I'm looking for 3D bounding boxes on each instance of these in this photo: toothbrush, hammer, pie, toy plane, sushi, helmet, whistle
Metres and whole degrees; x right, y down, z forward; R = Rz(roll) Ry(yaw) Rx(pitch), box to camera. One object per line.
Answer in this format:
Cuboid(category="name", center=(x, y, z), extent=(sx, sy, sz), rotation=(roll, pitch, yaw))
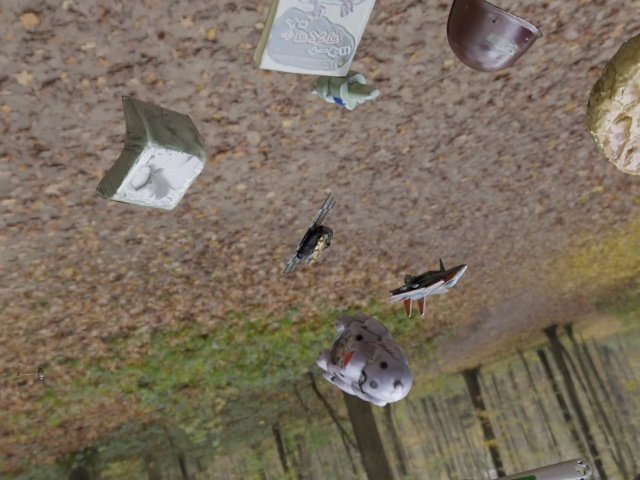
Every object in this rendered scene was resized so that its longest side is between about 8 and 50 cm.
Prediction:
Cuboid(category="toothbrush", center=(0.250, 0.418, 1.129), extent=(0.418, 0.042, 0.040), rotation=(-12, 153, 1))
Cuboid(category="hammer", center=(-0.614, 0.282, 1.436), extent=(0.014, 0.029, 0.123), rotation=(-9, 171, -3))
Cuboid(category="pie", center=(0.570, -0.230, 1.042), extent=(0.339, 0.083, 0.339), rotation=(-10, 138, -9))
Cuboid(category="toy plane", center=(0.334, 0.125, 2.023), extent=(0.223, 0.104, 0.326), rotation=(-2, 151, -29))
Cuboid(category="sushi", center=(0.000, 0.000, 1.452), extent=(0.192, 0.050, 0.215), rotation=(-59, 175, 2))
Cuboid(category="helmet", center=(0.265, -0.339, 1.117), extent=(0.175, 0.155, 0.106), rotation=(22, 110, -32))
Cuboid(category="whistle", center=(0.067, -0.409, 1.826), extent=(0.110, 0.244, 0.092), rotation=(-37, 128, -25))

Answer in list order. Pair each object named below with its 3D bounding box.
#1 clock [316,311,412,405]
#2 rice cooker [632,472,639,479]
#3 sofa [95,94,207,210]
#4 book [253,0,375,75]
Cuboid(category="clock", center=(0.110, 0.276, 1.481), extent=(0.189, 0.189, 0.254), rotation=(-14, -170, -11))
Cuboid(category="rice cooker", center=(0.625, 0.506, 1.110), extent=(0.267, 0.224, 0.267), rotation=(-32, -158, 14))
Cuboid(category="sofa", center=(-0.423, -0.205, 1.661), extent=(0.210, 0.176, 0.225), rotation=(7, 130, -48))
Cuboid(category="book", center=(0.011, -0.561, 1.588), extent=(0.260, 0.043, 0.371), rotation=(-2, 134, -29))
